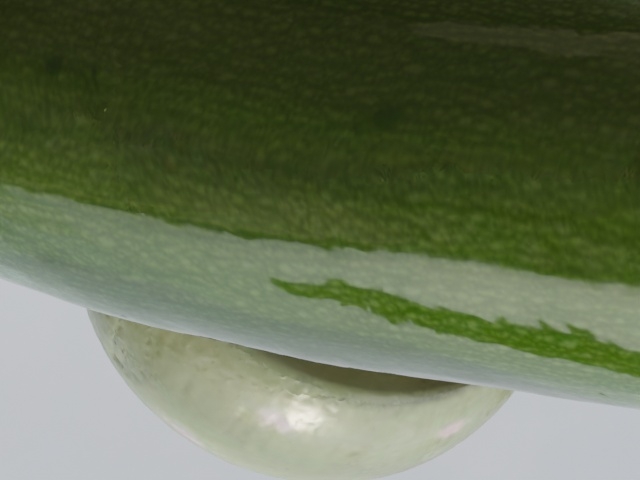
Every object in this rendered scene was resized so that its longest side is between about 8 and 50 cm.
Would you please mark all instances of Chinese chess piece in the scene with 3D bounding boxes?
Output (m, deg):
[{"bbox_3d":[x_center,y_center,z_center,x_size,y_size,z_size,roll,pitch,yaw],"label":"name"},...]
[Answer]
[{"bbox_3d":[0.000,0.000,1.001,0.250,0.250,0.101,-58,-179,-37],"label":"Chinese chess piece"}]

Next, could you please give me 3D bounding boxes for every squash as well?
[{"bbox_3d":[0.018,-0.022,0.460,0.395,0.107,0.107,11,-132,22],"label":"squash"}]
